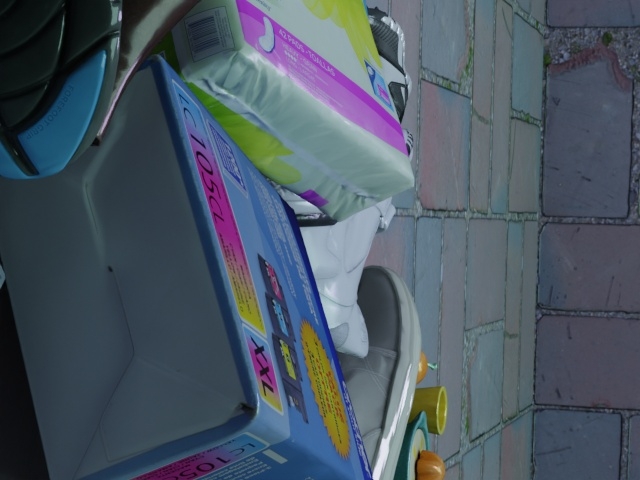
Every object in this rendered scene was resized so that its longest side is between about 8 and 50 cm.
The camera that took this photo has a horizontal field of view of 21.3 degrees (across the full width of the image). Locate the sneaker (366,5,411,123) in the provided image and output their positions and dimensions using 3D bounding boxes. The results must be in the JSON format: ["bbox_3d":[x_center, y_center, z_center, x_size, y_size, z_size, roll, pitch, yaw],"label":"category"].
[{"bbox_3d":[0.063,-0.190,2.023,0.234,0.078,0.106,64,29,-63],"label":"sneaker"}]

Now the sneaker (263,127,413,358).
[{"bbox_3d":[0.000,0.000,1.729,0.366,0.137,0.210,-31,122,-65],"label":"sneaker"}]

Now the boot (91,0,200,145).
[{"bbox_3d":[-0.114,-0.145,1.099,0.090,0.248,0.206,88,13,-62],"label":"boot"}]

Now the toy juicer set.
[{"bbox_3d":[0.116,0.281,2.245,0.209,0.090,0.329,77,22,-44],"label":"toy juicer set"}]

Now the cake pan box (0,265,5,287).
[{"bbox_3d":[-0.269,0.035,0.893,0.245,0.070,0.267,72,25,-46],"label":"cake pan box"}]

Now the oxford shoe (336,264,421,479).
[{"bbox_3d":[0.005,0.189,1.771,0.169,0.130,0.449,-47,-159,46],"label":"oxford shoe"}]

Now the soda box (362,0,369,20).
[{"bbox_3d":[-0.006,-0.208,1.795,0.210,0.067,0.071,-69,156,-50],"label":"soda box"}]

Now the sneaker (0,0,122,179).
[{"bbox_3d":[-0.181,-0.203,0.998,0.139,0.125,0.340,80,2,-87],"label":"sneaker"}]

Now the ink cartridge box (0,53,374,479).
[{"bbox_3d":[-0.085,0.072,1.255,0.395,0.151,0.270,53,20,-68],"label":"ink cartridge box"}]

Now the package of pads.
[{"bbox_3d":[-0.046,-0.171,1.361,0.296,0.101,0.229,32,38,-56],"label":"package of pads"}]
